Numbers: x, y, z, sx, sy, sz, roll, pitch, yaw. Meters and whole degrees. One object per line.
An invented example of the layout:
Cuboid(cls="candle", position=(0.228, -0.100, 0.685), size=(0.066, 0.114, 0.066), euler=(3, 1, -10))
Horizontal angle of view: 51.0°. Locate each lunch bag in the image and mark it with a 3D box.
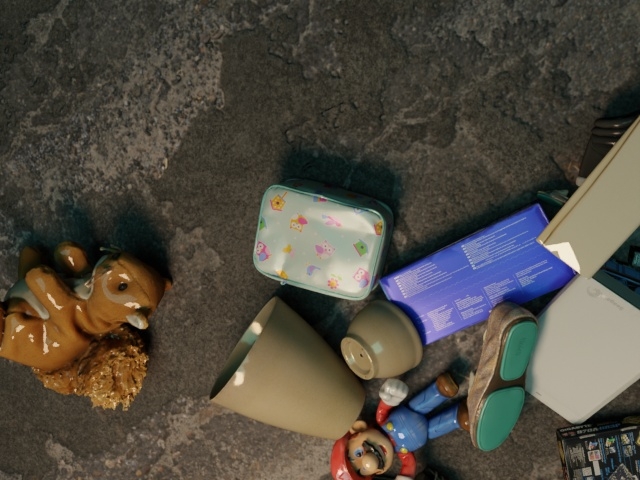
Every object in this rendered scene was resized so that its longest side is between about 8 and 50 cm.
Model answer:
Cuboid(cls="lunch bag", position=(0.000, 0.000, 1.398), size=(0.279, 0.108, 0.223), euler=(16, 110, 16))

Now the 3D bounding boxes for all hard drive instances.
Cuboid(cls="hard drive", position=(0.489, 0.203, 1.249), size=(0.203, 0.040, 0.307), euler=(35, 134, 9))

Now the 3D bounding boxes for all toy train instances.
Cuboid(cls="toy train", position=(0.582, 0.102, 1.227), size=(0.184, 0.105, 0.080), euler=(21, 130, 11))

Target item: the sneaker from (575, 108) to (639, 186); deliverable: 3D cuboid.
Cuboid(cls="sneaker", position=(0.609, -0.156, 1.170), size=(0.296, 0.104, 0.146), euler=(6, 107, 21))

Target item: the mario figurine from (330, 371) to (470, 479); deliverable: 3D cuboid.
Cuboid(cls="mario figurine", position=(0.162, 0.410, 1.369), size=(0.321, 0.170, 0.198), euler=(-34, 51, 7))

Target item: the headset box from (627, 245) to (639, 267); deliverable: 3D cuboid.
Cuboid(cls="headset box", position=(0.613, 0.035, 1.229), size=(0.083, 0.062, 0.032), euler=(8, 103, 17))

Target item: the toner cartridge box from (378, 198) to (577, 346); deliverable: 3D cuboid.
Cuboid(cls="toner cartridge box", position=(0.307, 0.070, 1.329), size=(0.348, 0.075, 0.165), euler=(-27, 90, 20))

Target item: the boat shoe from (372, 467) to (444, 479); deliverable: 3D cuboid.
Cuboid(cls="boat shoe", position=(0.223, 0.563, 1.421), size=(0.356, 0.132, 0.130), euler=(-6, 98, 18))

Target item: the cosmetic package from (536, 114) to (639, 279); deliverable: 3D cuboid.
Cuboid(cls="cosmetic package", position=(0.505, -0.097, 1.095), size=(0.113, 0.160, 0.309), euler=(40, 119, 15))

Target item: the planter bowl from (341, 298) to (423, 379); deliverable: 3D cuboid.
Cuboid(cls="planter bowl", position=(0.111, 0.214, 1.361), size=(0.162, 0.109, 0.162), euler=(36, 141, 37))

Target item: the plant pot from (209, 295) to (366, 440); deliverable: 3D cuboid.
Cuboid(cls="plant pot", position=(-0.051, 0.298, 1.417), size=(0.274, 0.256, 0.256), euler=(35, 109, -7))

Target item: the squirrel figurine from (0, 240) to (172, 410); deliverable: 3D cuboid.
Cuboid(cls="squirrel figurine", position=(-0.519, 0.188, 1.557), size=(0.371, 0.281, 0.396), euler=(-12, 110, 10))

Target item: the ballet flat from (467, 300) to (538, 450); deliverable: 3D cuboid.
Cuboid(cls="ballet flat", position=(0.343, 0.256, 1.299), size=(0.108, 0.106, 0.315), euler=(2, 114, -20))

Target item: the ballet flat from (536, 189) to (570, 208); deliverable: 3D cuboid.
Cuboid(cls="ballet flat", position=(0.468, -0.074, 1.273), size=(0.114, 0.041, 0.041), euler=(31, 108, 10))

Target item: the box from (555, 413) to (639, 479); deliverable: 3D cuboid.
Cuboid(cls="box", position=(0.569, 0.462, 1.307), size=(0.175, 0.051, 0.220), euler=(-13, 98, 5))
